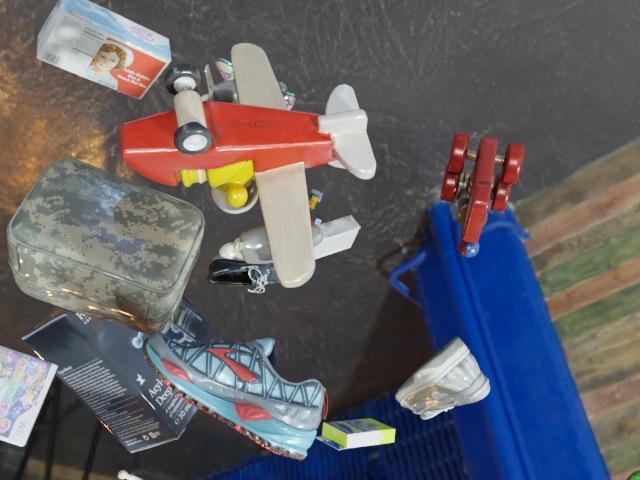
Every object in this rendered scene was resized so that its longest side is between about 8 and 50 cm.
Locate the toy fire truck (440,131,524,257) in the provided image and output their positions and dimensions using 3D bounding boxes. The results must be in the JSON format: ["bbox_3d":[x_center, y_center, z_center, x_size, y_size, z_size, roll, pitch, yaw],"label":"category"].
[{"bbox_3d":[0.377,-0.101,1.738,0.169,0.254,0.302,13,150,8],"label":"toy fire truck"}]

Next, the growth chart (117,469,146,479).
[{"bbox_3d":[-0.364,0.516,1.294,0.237,0.021,0.172,-47,127,11],"label":"growth chart"}]

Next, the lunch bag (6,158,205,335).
[{"bbox_3d":[-0.373,0.036,1.242,0.305,0.213,0.256,20,140,-4],"label":"lunch bag"}]

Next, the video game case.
[{"bbox_3d":[-0.345,0.149,0.731,0.122,0.087,0.011,20,164,-7],"label":"video game case"}]

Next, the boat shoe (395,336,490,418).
[{"bbox_3d":[0.214,0.261,1.253,0.118,0.103,0.320,-37,164,-19],"label":"boat shoe"}]

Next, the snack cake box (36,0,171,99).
[{"bbox_3d":[-0.504,-0.451,1.671,0.264,0.089,0.152,18,136,-38],"label":"snack cake box"}]

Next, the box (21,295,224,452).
[{"bbox_3d":[-0.458,0.264,1.757,0.212,0.293,0.395,-27,109,37],"label":"box"}]

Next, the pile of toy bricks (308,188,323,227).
[{"bbox_3d":[-0.059,-0.053,1.900,0.118,0.105,0.212,23,150,-2],"label":"pile of toy bricks"}]

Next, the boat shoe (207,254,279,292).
[{"bbox_3d":[-0.176,0.090,1.895,0.254,0.079,0.095,6,141,6],"label":"boat shoe"}]

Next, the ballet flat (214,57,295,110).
[{"bbox_3d":[-0.163,-0.360,1.729,0.221,0.077,0.079,21,94,-30],"label":"ballet flat"}]

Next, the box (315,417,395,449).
[{"bbox_3d":[0.090,0.495,1.833,0.178,0.043,0.109,5,-179,-35],"label":"box"}]

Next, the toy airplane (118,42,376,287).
[{"bbox_3d":[-0.100,-0.145,1.233,0.384,0.386,0.272,36,141,2],"label":"toy airplane"}]

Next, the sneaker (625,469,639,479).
[{"bbox_3d":[0.479,0.527,1.214,0.343,0.134,0.146,-51,122,-6],"label":"sneaker"}]

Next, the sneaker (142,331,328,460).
[{"bbox_3d":[-0.108,0.177,0.941,0.261,0.125,0.104,28,162,12],"label":"sneaker"}]

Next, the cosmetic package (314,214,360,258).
[{"bbox_3d":[0.000,0.000,2.141,0.239,0.060,0.099,-17,150,-34],"label":"cosmetic package"}]
